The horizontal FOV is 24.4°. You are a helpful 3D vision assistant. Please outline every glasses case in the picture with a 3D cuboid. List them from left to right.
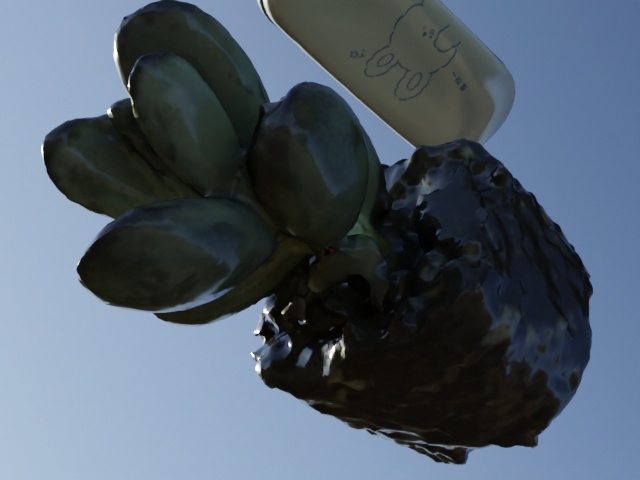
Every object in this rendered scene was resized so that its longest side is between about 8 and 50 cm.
[{"bbox_3d":[0.050,-0.136,1.020,0.233,0.092,0.059,39,12,-39],"label":"glasses case"}]

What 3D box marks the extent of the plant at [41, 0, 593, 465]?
[{"bbox_3d":[0.001,-0.001,0.689,0.274,0.146,0.149,29,-51,-36],"label":"plant"}]
